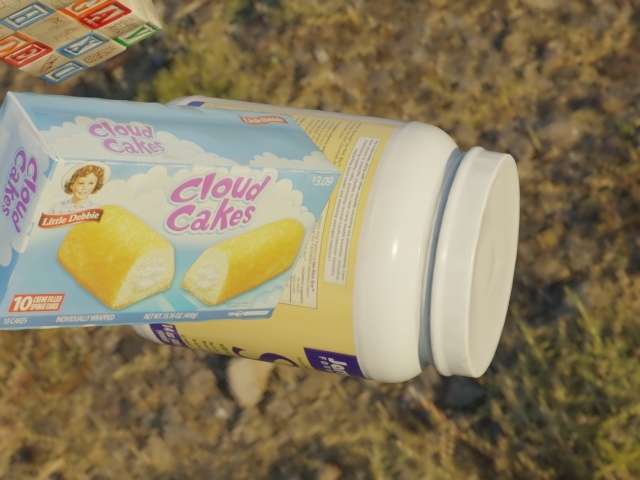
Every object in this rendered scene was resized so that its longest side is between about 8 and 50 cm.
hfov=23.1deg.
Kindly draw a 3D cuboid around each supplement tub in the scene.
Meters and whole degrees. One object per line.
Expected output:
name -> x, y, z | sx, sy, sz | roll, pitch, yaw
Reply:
supplement tub -> 0.000, 0.000, 1.444 | 0.331, 0.241, 0.241 | 9, 43, 18

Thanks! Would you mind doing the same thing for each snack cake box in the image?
snack cake box -> -0.131, -0.020, 1.194 | 0.089, 0.264, 0.152 | 50, 125, 37

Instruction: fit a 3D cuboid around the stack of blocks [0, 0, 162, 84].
stack of blocks -> -0.244, -0.240, 1.418 | 0.171, 0.087, 0.297 | -24, -10, 11
